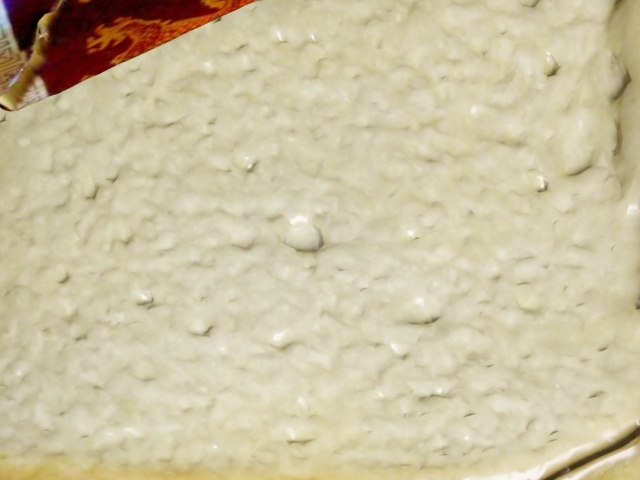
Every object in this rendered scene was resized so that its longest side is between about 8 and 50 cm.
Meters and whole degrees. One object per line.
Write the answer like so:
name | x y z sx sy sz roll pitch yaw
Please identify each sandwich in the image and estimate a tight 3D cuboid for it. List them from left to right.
sandwich | 0.000 0.000 0.585 0.251 0.087 0.226 -5 60 6

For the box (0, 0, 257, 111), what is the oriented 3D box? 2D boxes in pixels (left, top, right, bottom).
box | -0.233 -0.129 0.538 0.415 0.116 0.264 -26 73 -9
